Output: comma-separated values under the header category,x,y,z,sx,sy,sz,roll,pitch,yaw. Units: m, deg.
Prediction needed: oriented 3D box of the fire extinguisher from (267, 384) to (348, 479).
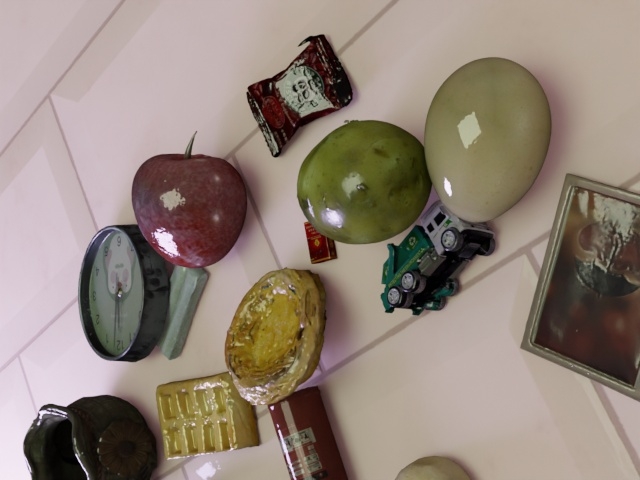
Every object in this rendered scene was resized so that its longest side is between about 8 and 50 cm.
category,x,y,z,sx,sy,sz,roll,pitch,yaw
fire extinguisher,-0.018,0.447,1.717,0.106,0.147,0.337,-37,67,51

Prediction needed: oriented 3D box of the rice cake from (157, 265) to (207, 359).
category,x,y,z,sx,sy,sz,roll,pitch,yaw
rice cake,-0.309,0.147,2.033,0.085,0.040,0.226,37,116,35

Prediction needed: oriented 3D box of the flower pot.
category,x,y,z,sx,sy,sz,roll,pitch,yaw
flower pot,-0.516,0.499,2.122,0.301,0.213,0.302,2,93,43

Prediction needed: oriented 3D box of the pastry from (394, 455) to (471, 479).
category,x,y,z,sx,sy,sz,roll,pitch,yaw
pastry,0.191,0.443,1.569,0.156,0.092,0.156,4,98,34

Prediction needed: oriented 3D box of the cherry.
category,x,y,z,sx,sy,sz,roll,pitch,yaw
cherry,-0.265,-0.080,1.870,0.236,0.212,0.285,27,119,47

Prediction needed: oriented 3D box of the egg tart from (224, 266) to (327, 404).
category,x,y,z,sx,sy,sz,roll,pitch,yaw
egg tart,-0.073,0.186,1.763,0.291,0.107,0.291,-32,44,37

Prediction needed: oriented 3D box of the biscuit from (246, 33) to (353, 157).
category,x,y,z,sx,sy,sz,roll,pitch,yaw
biscuit,-0.047,-0.274,1.764,0.235,0.063,0.151,-31,83,34

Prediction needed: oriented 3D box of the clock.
category,x,y,z,sx,sy,sz,roll,pitch,yaw
clock,-0.454,0.120,2.118,0.319,0.066,0.319,-3,87,49

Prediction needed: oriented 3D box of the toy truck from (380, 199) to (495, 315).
category,x,y,z,sx,sy,sz,roll,pitch,yaw
toy truck,0.180,0.025,1.548,0.216,0.110,0.116,-52,48,31

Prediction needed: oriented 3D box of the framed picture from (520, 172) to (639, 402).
category,x,y,z,sx,sy,sz,roll,pitch,yaw
framed picture,0.424,0.066,1.387,0.211,0.020,0.290,23,108,39

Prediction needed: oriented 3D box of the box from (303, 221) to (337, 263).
category,x,y,z,sx,sy,sz,roll,pitch,yaw
box,0.000,0.000,1.760,0.051,0.023,0.082,-16,82,42

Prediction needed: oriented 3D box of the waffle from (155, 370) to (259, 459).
category,x,y,z,sx,sy,sz,roll,pitch,yaw
waffle,-0.249,0.373,1.979,0.274,0.057,0.168,-17,80,41

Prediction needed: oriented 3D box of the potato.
category,x,y,z,sx,sy,sz,roll,pitch,yaw
potato,0.068,-0.092,1.550,0.304,0.215,0.216,147,113,-72

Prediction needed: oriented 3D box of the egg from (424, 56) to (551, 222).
category,x,y,z,sx,sy,sz,roll,pitch,yaw
egg,0.251,-0.150,1.418,0.188,0.188,0.254,24,117,39
